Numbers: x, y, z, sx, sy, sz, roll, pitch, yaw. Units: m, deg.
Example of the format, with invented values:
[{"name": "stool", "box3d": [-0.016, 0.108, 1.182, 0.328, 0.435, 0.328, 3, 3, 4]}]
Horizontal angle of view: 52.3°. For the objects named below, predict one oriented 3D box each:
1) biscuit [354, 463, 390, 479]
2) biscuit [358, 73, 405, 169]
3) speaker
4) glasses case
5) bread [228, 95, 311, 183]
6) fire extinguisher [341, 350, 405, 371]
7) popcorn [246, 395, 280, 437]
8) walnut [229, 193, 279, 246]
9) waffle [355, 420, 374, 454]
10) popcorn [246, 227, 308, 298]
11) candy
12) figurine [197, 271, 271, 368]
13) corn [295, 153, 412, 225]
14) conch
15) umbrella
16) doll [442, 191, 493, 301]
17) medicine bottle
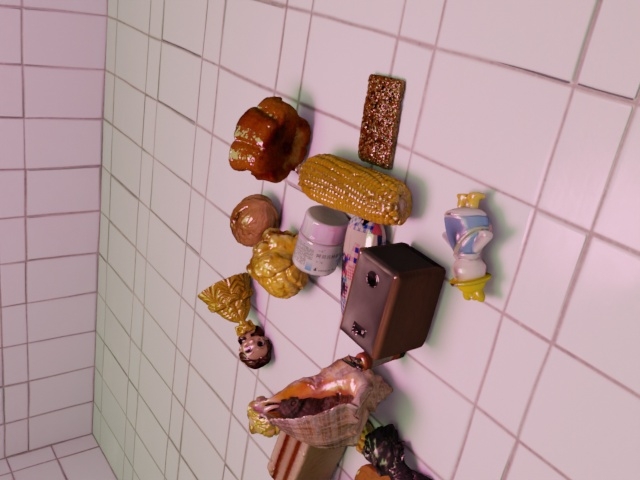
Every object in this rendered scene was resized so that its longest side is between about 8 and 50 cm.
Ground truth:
[{"name": "biscuit", "box3d": [0.177, 0.806, 1.804, 0.312, 0.057, 0.351, 45, 130, 41]}, {"name": "biscuit", "box3d": [0.151, -0.301, 1.660, 0.131, 0.025, 0.230, 28, 118, 48]}, {"name": "speaker", "box3d": [0.171, 0.139, 1.574, 0.153, 0.193, 0.230, 39, 125, 44]}, {"name": "glasses case", "box3d": [0.112, 0.092, 1.739, 0.125, 0.076, 0.327, 23, 115, 52]}, {"name": "bread", "box3d": [-0.135, -0.287, 1.892, 0.135, 0.232, 0.246, 28, 95, 36]}, {"name": "fire extinguisher", "box3d": [0.136, 0.295, 1.660, 0.062, 0.177, 0.050, 48, 132, 36]}, {"name": "popcorn", "box3d": [-0.183, 0.594, 2.192, 0.145, 0.126, 0.126, 36, 115, 22]}, {"name": "walnut", "box3d": [-0.210, -0.068, 2.089, 0.155, 0.156, 0.184, 62, 144, 25]}, {"name": "waffle", "box3d": [0.170, 0.564, 1.794, 0.191, 0.032, 0.125, 14, 105, 49]}, {"name": "popcorn", "box3d": [-0.115, 0.066, 1.983, 0.200, 0.226, 0.203, 39, 90, 2]}, {"name": "candy", "box3d": [-0.030, 0.609, 1.939, 0.135, 0.180, 0.320, 45, 130, 38]}, {"name": "figurine", "box3d": [-0.263, 0.288, 2.222, 0.168, 0.187, 0.315, -40, 73, 44]}, {"name": "corn", "box3d": [0.086, -0.134, 1.689, 0.387, 0.144, 0.143, 23, 115, 44]}, {"name": "conch", "box3d": [0.026, 0.453, 1.712, 0.209, 0.353, 0.297, 64, 178, -2]}, {"name": "umbrella", "box3d": [0.210, 0.611, 1.684, 0.272, 0.122, 0.110, 52, 173, 26]}, {"name": "doll", "box3d": [0.323, 0.016, 1.429, 0.135, 0.099, 0.240, -4, 95, 31]}, {"name": "medicine bottle", "box3d": [0.000, 0.000, 1.827, 0.135, 0.135, 0.168, 42, 128, 41]}]
